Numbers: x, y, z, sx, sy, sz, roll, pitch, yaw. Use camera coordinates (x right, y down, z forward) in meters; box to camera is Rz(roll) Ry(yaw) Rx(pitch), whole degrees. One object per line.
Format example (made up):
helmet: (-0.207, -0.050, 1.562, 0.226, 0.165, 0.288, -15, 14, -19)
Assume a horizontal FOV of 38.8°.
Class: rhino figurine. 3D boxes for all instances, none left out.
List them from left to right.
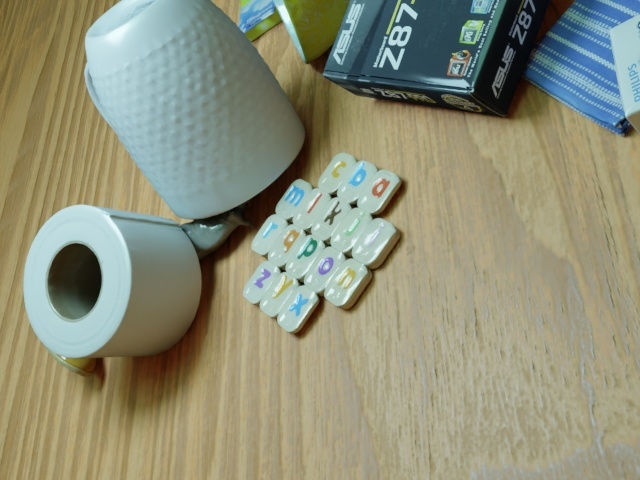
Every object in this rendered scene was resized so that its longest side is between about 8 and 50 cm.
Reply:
rhino figurine: (-0.195, -0.020, 1.560, 0.243, 0.073, 0.106, -32, 38, 25)

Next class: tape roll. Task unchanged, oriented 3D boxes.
tape roll: (-0.342, 0.070, 1.490, 0.246, 0.169, 0.246, -3, 84, 33)

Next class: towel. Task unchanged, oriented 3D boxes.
towel: (0.419, -0.305, 1.147, 0.336, 0.040, 0.243, -48, 36, 8)

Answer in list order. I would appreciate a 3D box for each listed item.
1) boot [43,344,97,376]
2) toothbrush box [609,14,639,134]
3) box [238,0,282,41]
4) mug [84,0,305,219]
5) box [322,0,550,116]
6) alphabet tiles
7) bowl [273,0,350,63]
boot: (-0.420, 0.102, 1.681, 0.211, 0.104, 0.295, -50, 32, 5)
toothbrush box: (0.456, -0.160, 0.840, 0.296, 0.216, 0.126, -23, 46, 33)
box: (-0.117, -0.490, 1.877, 0.109, 0.042, 0.178, -28, 44, 32)
mug: (-0.257, -0.245, 1.532, 0.374, 0.328, 0.276, 0, 44, 43)
box: (0.198, -0.391, 1.328, 0.318, 0.097, 0.394, 20, 88, 50)
alphabet tiles: (0.000, 0.000, 1.373, 0.278, 0.021, 0.284, -56, 36, -3)
bowl: (-0.016, -0.473, 1.594, 0.156, 0.289, 0.289, -25, 40, 0)
